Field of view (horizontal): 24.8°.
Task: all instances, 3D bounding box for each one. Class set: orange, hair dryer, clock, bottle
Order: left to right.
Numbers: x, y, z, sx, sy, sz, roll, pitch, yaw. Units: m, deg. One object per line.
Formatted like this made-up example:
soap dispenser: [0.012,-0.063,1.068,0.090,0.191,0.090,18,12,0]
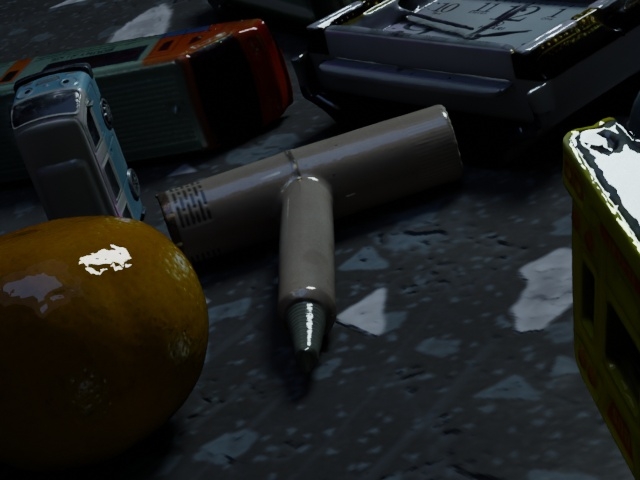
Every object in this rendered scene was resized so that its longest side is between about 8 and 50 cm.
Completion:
orange: [-0.135,0.054,0.757,0.156,0.124,0.156,-15,8,2]
bottle: [-0.034,-0.238,1.348,0.096,0.079,0.254,-60,35,0]
hair dryer: [0.012,-0.003,0.861,0.195,0.053,0.220,-19,26,-5]
clock: [0.121,-0.137,1.033,0.186,0.083,0.253,-32,29,-30]

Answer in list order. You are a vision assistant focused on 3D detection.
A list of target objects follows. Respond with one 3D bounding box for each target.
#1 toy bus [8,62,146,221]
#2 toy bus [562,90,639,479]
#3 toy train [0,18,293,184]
toy bus: [-0.166,-0.050,0.986,0.060,0.123,0.075,-14,29,7]
toy bus: [0.266,0.003,0.542,0.330,0.152,0.144,-10,36,-7]
toy train: [-0.227,-0.095,1.157,0.409,0.086,0.089,-7,28,19]
